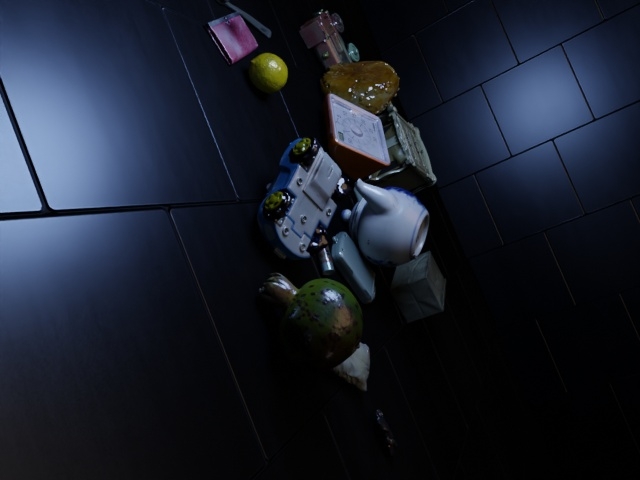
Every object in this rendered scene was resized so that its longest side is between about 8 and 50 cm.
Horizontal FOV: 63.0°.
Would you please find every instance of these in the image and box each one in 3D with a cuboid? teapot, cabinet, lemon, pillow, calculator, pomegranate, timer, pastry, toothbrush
[{"bbox_3d":[0.192,-0.049,1.664,0.252,0.279,0.424,-63,155,-25],"label":"teapot"},{"bbox_3d":[0.301,-0.362,2.194,0.318,0.227,0.290,19,53,-60],"label":"cabinet"},{"bbox_3d":[-0.148,-0.479,1.499,0.133,0.109,0.109,21,50,-50],"label":"lemon"},{"bbox_3d":[0.060,0.285,1.303,0.229,0.050,0.128,41,41,-43],"label":"pillow"},{"bbox_3d":[0.103,0.081,1.588,0.246,0.045,0.141,54,26,-25],"label":"calculator"},{"bbox_3d":[-0.021,0.162,1.112,0.247,0.202,0.202,33,27,0],"label":"pomegranate"},{"bbox_3d":[0.105,-0.379,1.892,0.250,0.161,0.258,31,41,-41],"label":"timer"},{"bbox_3d":[0.154,-0.591,2.058,0.162,0.310,0.255,84,12,-50],"label":"pastry"},{"bbox_3d":[-0.231,-0.697,1.625,0.297,0.030,0.030,4,91,-66],"label":"toothbrush"}]

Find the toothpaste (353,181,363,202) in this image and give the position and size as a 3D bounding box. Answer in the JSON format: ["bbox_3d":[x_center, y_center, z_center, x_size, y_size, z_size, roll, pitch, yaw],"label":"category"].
[{"bbox_3d":[0.160,-0.128,1.885,0.064,0.041,0.218,29,36,-46],"label":"toothpaste"}]

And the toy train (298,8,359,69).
[{"bbox_3d":[0.042,-0.805,2.184,0.304,0.150,0.222,58,35,-22],"label":"toy train"}]

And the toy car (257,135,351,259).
[{"bbox_3d":[-0.059,-0.101,1.287,0.198,0.165,0.314,42,62,-39],"label":"toy car"}]

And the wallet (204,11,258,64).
[{"bbox_3d":[-0.247,-0.577,1.484,0.119,0.025,0.232,58,26,-21],"label":"wallet"}]

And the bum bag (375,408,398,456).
[{"bbox_3d":[0.168,0.501,1.350,0.125,0.034,0.058,65,14,-4],"label":"bum bag"}]

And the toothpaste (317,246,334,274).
[{"bbox_3d":[0.000,0.000,1.464,0.056,0.036,0.205,29,39,-52],"label":"toothpaste"}]

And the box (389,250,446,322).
[{"bbox_3d":[0.367,0.169,1.933,0.149,0.155,0.231,60,25,-13],"label":"box"}]
